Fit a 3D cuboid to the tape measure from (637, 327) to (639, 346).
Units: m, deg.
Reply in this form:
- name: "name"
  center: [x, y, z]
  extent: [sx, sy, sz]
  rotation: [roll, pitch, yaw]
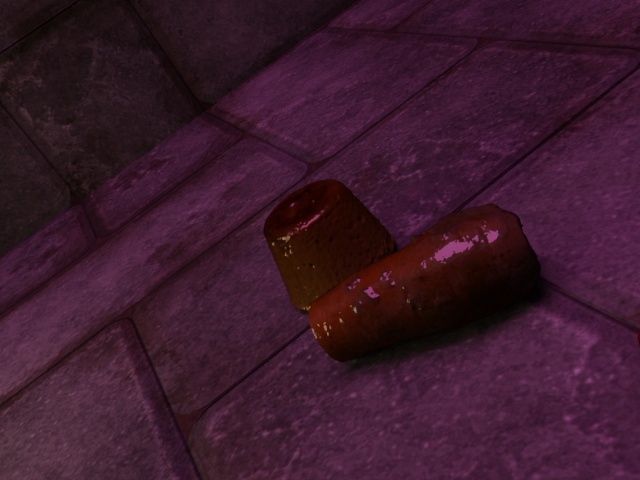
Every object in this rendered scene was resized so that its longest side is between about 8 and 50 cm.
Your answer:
- name: "tape measure"
  center: [0.431, 0.068, 0.656]
  extent: [0.253, 0.114, 0.260]
  rotation: [2, 40, 50]

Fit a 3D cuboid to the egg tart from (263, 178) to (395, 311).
- name: "egg tart"
  center: [0.000, 0.000, 1.210]
  extent: [0.203, 0.147, 0.202]
  rotation: [-28, 26, 15]

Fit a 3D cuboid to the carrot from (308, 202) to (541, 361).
- name: "carrot"
  center: [0.133, 0.064, 0.983]
  extent: [0.302, 0.138, 0.138]
  rotation: [-31, 25, 20]
